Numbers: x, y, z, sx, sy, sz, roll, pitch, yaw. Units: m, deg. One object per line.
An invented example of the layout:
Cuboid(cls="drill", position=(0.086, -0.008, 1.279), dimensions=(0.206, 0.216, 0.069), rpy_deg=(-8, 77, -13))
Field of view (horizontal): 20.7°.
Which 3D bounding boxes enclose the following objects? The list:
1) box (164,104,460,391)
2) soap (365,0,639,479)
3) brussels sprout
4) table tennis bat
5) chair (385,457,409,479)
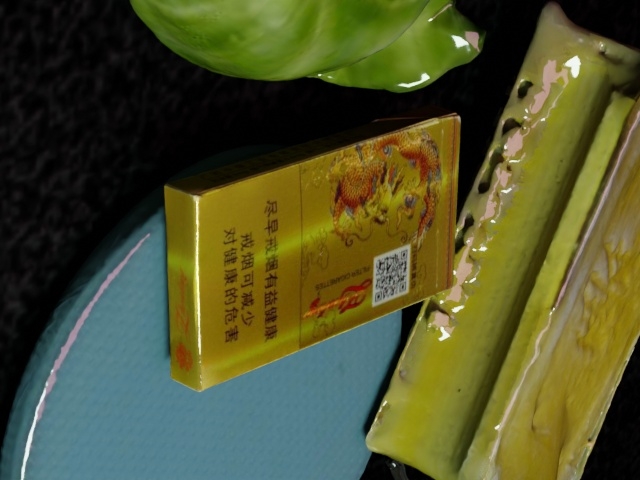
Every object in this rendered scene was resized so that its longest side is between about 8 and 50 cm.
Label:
Cuboid(cls="box", position=(0.000, 0.000, 0.741), dimensions=(0.156, 0.022, 0.089), rpy_deg=(-22, 122, -40))
Cuboid(cls="soap", position=(0.117, 0.015, 0.854), dimensions=(0.135, 0.076, 0.233), rpy_deg=(18, 94, -62))
Cuboid(cls="brussels sprout", position=(-0.011, -0.122, 0.661), dimensions=(0.139, 0.100, 0.181), rpy_deg=(-53, 146, 9))
Cuboid(cls="table tennis bat", position=(-0.059, 0.116, 0.770), dimensions=(0.215, 0.044, 0.329), rpy_deg=(11, 99, -49))
Cuboid(cls="chair", position=(0.094, 0.236, 0.899), dimensions=(0.213, 0.174, 0.149), rpy_deg=(38, 85, -38))
